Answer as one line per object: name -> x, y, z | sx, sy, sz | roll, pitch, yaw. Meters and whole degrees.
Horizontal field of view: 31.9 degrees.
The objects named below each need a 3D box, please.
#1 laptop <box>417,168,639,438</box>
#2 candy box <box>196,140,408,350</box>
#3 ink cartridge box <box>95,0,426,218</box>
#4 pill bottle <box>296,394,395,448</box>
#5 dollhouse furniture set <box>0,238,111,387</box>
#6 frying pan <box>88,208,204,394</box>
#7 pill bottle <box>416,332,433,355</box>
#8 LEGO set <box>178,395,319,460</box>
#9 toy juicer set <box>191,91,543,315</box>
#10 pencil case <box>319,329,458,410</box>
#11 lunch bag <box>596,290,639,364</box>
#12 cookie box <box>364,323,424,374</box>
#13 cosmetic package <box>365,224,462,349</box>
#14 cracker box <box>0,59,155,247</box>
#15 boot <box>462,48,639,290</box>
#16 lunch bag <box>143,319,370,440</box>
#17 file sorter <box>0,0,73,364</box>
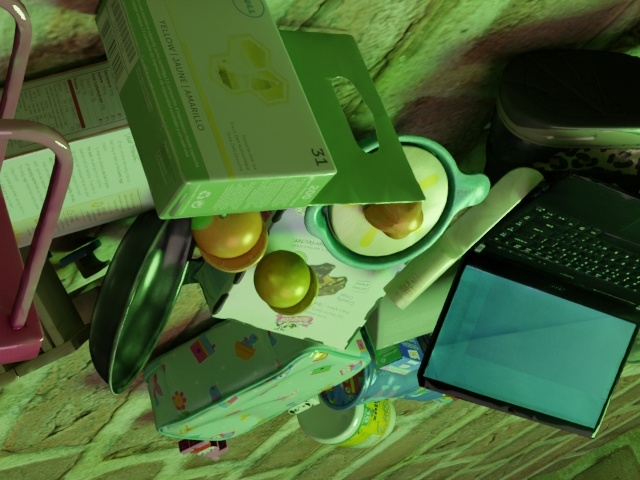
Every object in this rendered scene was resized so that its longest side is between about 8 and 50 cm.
laptop -> 0.263, 0.075, 1.121 | 0.234, 0.136, 0.264 | 19, 149, -20
candy box -> 0.000, 0.000, 1.087 | 0.165, 0.070, 0.196 | 19, 117, -34
ink cartridge box -> -0.030, -0.104, 0.816 | 0.235, 0.171, 0.056 | -6, 153, -34
pill bottle -> 0.051, 0.288, 1.879 | 0.117, 0.117, 0.208 | -27, 157, 16
dollhouse furniture set -> -0.282, 0.048, 1.064 | 0.129, 0.129, 0.183 | -26, -173, 13
frying pan -> -0.142, 0.014, 1.074 | 0.326, 0.053, 0.197 | -63, 173, -59
pill bottle -> 0.210, 0.094, 1.549 | 0.130, 0.130, 0.245 | -16, 158, -13
LEGO set -> -0.100, 0.252, 1.695 | 0.227, 0.087, 0.093 | -28, 142, 17
toy juicer set -> 0.041, -0.005, 0.989 | 0.329, 0.089, 0.209 | 16, 114, -33
pencil case -> 0.113, 0.194, 1.713 | 0.133, 0.119, 0.306 | -29, 158, 36
lunch bag -> 0.444, -0.022, 1.381 | 0.305, 0.212, 0.256 | -36, -175, 32
cookie box -> 0.097, 0.127, 1.557 | 0.040, 0.107, 0.092 | -29, 157, 18
cosmetic package -> 0.088, 0.025, 1.289 | 0.107, 0.127, 0.238 | -17, 160, -9
cracker box -> -0.214, -0.063, 0.890 | 0.232, 0.067, 0.156 | -16, 159, -10
boot -> 0.330, -0.052, 1.175 | 0.377, 0.138, 0.284 | 3, 143, -12
lunch bag -> -0.085, 0.172, 1.501 | 0.279, 0.108, 0.224 | -29, 160, 20
file sorter -> -0.241, -0.100, 0.486 | 0.202, 0.290, 0.182 | -8, 152, -30
